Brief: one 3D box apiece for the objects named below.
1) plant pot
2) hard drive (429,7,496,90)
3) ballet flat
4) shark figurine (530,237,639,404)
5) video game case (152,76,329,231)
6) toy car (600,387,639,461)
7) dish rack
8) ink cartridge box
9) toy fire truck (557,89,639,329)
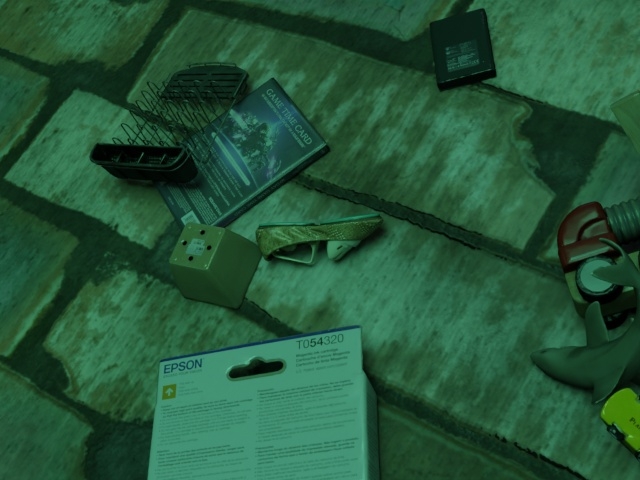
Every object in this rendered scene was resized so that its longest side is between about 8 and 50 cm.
[{"bbox_3d":[-0.170,0.029,1.560,0.109,0.096,0.109,10,65,28],"label":"plant pot"},{"bbox_3d":[0.230,-0.312,1.638,0.094,0.022,0.135,-13,57,16],"label":"hard drive"},{"bbox_3d":[0.000,0.000,1.535,0.206,0.073,0.067,-6,86,23],"label":"ballet flat"},{"bbox_3d":[0.346,0.133,1.194,0.166,0.278,0.116,33,56,16],"label":"shark figurine"},{"bbox_3d":[-0.143,-0.135,1.691,0.274,0.026,0.196,-35,54,-1],"label":"video game case"},{"bbox_3d":[0.451,0.274,1.160,0.225,0.053,0.239,-12,77,3],"label":"toy car"},{"bbox_3d":[-0.248,-0.214,1.730,0.208,0.074,0.271,7,58,34],"label":"dish rack"},{"bbox_3d":[-0.080,0.298,1.380,0.324,0.071,0.330,-11,54,18],"label":"ink cartridge box"},{"bbox_3d":[0.405,-0.042,1.311,0.217,0.158,0.246,-18,58,13],"label":"toy fire truck"}]
